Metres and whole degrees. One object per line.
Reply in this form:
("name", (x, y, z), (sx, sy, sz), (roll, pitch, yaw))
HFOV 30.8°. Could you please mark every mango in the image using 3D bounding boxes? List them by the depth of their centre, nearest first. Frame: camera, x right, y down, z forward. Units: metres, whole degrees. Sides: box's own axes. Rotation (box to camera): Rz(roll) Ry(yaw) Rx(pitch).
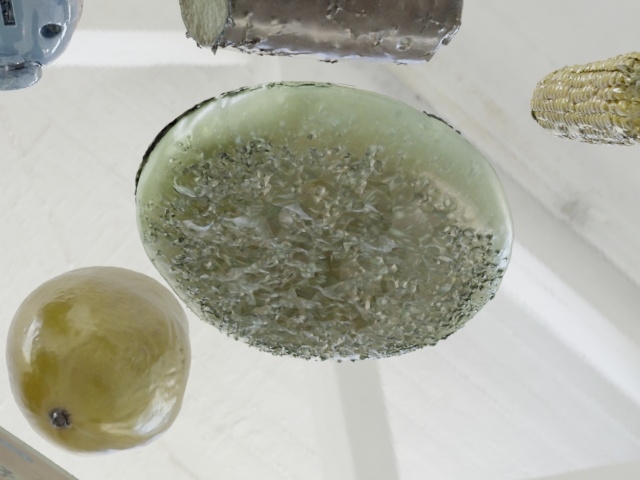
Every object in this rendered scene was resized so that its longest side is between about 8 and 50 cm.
("mango", (-0.234, 0.113, 1.244), (0.195, 0.331, 0.142), (34, -75, -15))

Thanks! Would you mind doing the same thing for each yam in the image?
("yam", (-0.001, -0.240, 1.173), (0.280, 0.131, 0.131), (1, -108, -27))

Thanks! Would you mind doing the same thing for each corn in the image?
("corn", (0.348, -0.165, 1.391), (0.115, 0.318, 0.115), (-1, -85, -12))

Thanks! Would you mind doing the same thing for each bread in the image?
("bread", (0.000, 0.000, 0.799), (0.267, 0.267, 0.040), (23, -136, -16))

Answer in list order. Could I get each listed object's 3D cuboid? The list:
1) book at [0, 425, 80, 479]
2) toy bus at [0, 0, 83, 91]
("book", (-0.211, 0.142, 0.650), (0.170, 0.241, 0.018), (36, -86, -8))
("toy bus", (-0.416, -0.307, 1.372), (0.294, 0.197, 0.231), (1, -150, 9))
